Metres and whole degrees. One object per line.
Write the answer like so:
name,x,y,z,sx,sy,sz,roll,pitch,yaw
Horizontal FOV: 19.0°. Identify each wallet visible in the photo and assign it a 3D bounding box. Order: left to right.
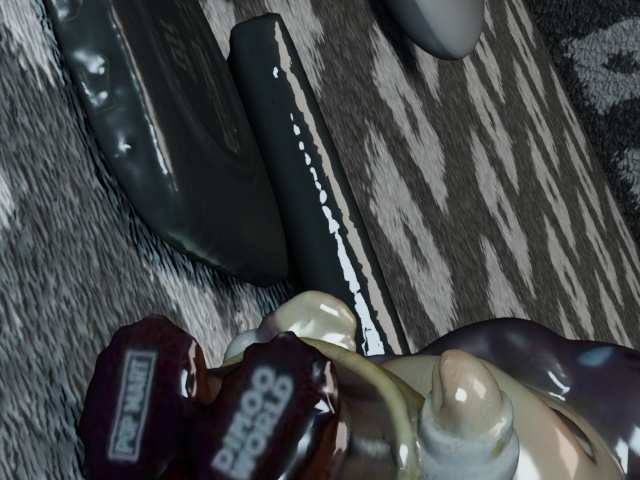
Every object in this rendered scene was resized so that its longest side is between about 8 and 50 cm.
wallet,0.000,0.000,1.095,0.149,0.044,0.250,108,-39,-82

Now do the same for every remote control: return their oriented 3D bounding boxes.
remote control,0.076,-0.331,1.868,0.332,0.103,0.221,65,19,-11

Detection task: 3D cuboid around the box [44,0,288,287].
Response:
box,-0.077,-0.082,0.973,0.212,0.042,0.201,70,13,13

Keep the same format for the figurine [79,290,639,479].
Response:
figurine,0.048,0.094,0.860,0.365,0.218,0.206,45,45,-47
